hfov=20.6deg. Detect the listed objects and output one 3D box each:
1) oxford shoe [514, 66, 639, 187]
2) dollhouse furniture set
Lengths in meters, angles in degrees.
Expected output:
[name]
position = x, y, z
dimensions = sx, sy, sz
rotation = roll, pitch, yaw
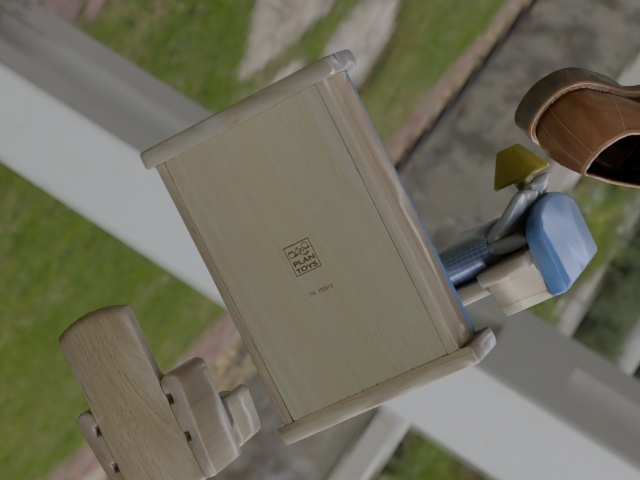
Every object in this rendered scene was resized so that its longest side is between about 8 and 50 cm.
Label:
[oxford shoe]
position = 0.221, -0.062, 1.149
dimensions = 0.212, 0.076, 0.076
rotation = -4, 135, -40
[dollhouse furniture set]
position = 0.000, 0.000, 1.189
dimensions = 0.286, 0.198, 0.303
rotation = -25, -178, 22
